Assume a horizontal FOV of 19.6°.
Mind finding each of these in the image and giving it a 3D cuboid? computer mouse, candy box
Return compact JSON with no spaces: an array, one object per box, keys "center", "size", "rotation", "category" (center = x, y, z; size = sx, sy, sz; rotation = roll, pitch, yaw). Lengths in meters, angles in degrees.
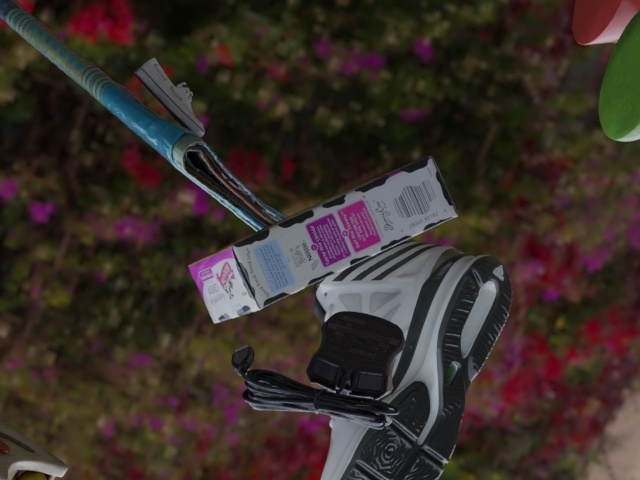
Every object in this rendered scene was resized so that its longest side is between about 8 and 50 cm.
[{"center":[-0.004,0.143,2.013],"size":[0.184,0.060,0.262],"rotation":[12,-159,1],"category":"computer mouse"},{"center":[0.000,0.000,1.854],"size":[0.233,0.071,0.159],"rotation":[-26,-179,-21],"category":"candy box"}]

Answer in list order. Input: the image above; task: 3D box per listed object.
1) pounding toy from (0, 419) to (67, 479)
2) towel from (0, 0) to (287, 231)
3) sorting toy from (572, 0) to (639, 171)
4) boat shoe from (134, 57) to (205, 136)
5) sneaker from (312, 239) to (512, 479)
[{"center":[-0.370,0.225,2.027],"size":[0.154,0.155,0.269],"rotation":[35,-174,33],"category":"pounding toy"},{"center":[-0.194,-0.136,2.050],"size":[0.370,0.040,0.271],"rotation":[39,179,35],"category":"towel"},{"center":[0.326,-0.148,1.651],"size":[0.126,0.127,0.365],"rotation":[17,-145,-17],"category":"sorting toy"},{"center":[-0.155,-0.155,1.991],"size":[0.100,0.035,0.035],"rotation":[47,174,-3],"category":"boat shoe"},{"center":[0.071,0.199,2.617],"size":[0.257,0.447,0.169],"rotation":[18,164,44],"category":"sneaker"}]
